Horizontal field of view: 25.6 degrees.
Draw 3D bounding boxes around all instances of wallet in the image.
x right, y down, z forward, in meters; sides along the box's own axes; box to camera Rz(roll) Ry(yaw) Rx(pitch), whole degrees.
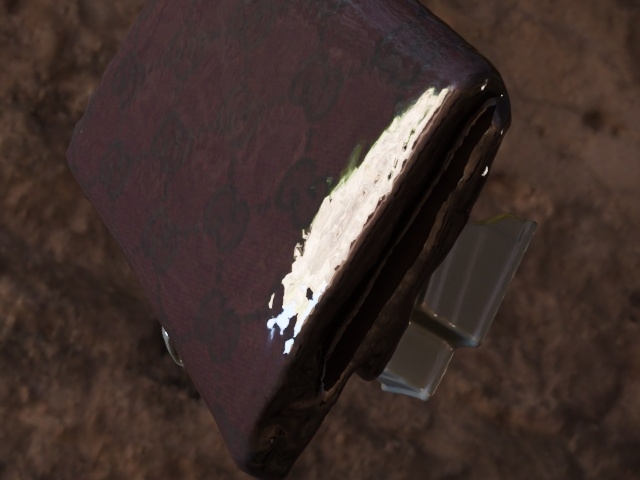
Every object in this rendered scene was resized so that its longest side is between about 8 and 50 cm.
[{"bbox_3d":[-0.026,-0.040,0.583,0.049,0.182,0.229,16,-156,-38],"label":"wallet"}]

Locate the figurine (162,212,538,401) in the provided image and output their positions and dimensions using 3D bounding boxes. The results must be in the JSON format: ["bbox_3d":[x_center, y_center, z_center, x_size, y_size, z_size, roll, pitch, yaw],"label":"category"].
[{"bbox_3d":[0.000,0.000,1.154,0.285,0.342,0.167,28,-168,-12],"label":"figurine"}]
